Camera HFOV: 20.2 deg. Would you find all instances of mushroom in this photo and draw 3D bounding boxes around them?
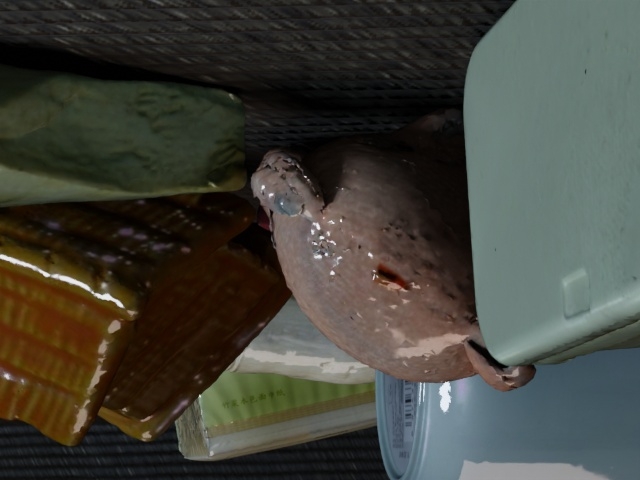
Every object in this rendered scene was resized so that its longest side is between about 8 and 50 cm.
[{"bbox_3d":[-0.190,-0.056,0.960,0.333,0.087,0.107,-1,174,-21],"label":"mushroom"},{"bbox_3d":[-0.034,0.079,1.626,0.351,0.095,0.123,1,158,-12],"label":"mushroom"}]

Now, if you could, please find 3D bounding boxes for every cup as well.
[{"bbox_3d":[0.184,0.088,1.463,0.274,0.259,0.357,1,-162,-10],"label":"cup"}]

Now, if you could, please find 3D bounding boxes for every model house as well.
[{"bbox_3d":[-0.159,0.024,1.188,0.199,0.219,0.229,32,175,22],"label":"model house"}]

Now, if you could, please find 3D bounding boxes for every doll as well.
[{"bbox_3d":[0.054,-0.015,1.143,0.201,0.156,0.303,39,-174,-7],"label":"doll"}]

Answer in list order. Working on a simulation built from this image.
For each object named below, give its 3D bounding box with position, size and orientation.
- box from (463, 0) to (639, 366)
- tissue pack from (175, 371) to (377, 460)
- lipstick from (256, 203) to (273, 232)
[{"bbox_3d":[0.271,-0.054,0.801,0.343,0.177,0.352,-3,170,-10],"label":"box"},{"bbox_3d":[-0.034,0.154,1.918,0.234,0.125,0.159,-10,177,-16],"label":"tissue pack"},{"bbox_3d":[0.000,0.000,1.375,0.053,0.053,0.234,-4,169,13],"label":"lipstick"}]
